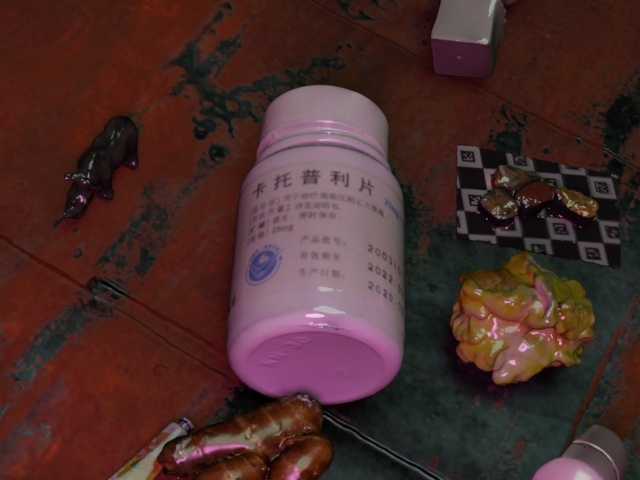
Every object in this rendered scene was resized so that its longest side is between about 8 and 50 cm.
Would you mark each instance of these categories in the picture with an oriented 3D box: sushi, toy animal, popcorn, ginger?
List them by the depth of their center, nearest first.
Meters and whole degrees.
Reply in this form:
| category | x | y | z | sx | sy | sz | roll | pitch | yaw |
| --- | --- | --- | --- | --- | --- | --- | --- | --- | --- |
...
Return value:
| category | x | y | z | sx | sy | sz | roll | pitch | yaw |
| --- | --- | --- | --- | --- | --- | --- | --- | --- | --- |
| ginger | -0.059 | 0.206 | 1.187 | 0.162 | 0.073 | 0.103 | -17 | 48 | -18 |
| popcorn | 0.203 | 0.079 | 1.321 | 0.145 | 0.126 | 0.126 | 4 | 27 | 7 |
| toy animal | -0.228 | -0.072 | 1.339 | 0.047 | 0.065 | 0.136 | 29 | 54 | 7 |
| sushi | 0.253 | -0.048 | 1.472 | 0.201 | 0.031 | 0.139 | 10 | 53 | -8 |

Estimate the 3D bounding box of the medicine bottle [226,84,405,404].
| category | x | y | z | sx | sy | sz | roll | pitch | yaw |
| --- | --- | --- | --- | --- | --- | --- | --- | --- | --- |
| medicine bottle | 0.000 | 0.000 | 1.284 | 0.170 | 0.170 | 0.293 | 10 | 54 | -8 |

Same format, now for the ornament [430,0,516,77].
| category | x | y | z | sx | sy | sz | roll | pitch | yaw |
| --- | --- | --- | --- | --- | --- | --- | --- | --- | --- |
| ornament | 0.199 | -0.322 | 1.592 | 0.120 | 0.130 | 0.285 | 20 | 52 | 16 |

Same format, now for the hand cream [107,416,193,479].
| category | x | y | z | sx | sy | sz | roll | pitch | yaw |
| --- | --- | --- | --- | --- | --- | --- | --- | --- | --- |
| hand cream | -0.154 | 0.201 | 1.195 | 0.035 | 0.022 | 0.102 | 42 | 60 | 6 |

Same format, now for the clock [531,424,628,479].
| category | x | y | z | sx | sy | sz | roll | pitch | yaw |
| --- | --- | --- | --- | --- | --- | --- | --- | --- | --- |
| clock | 0.254 | 0.354 | 1.014 | 0.326 | 0.342 | 0.184 | 37 | 22 | 20 |
